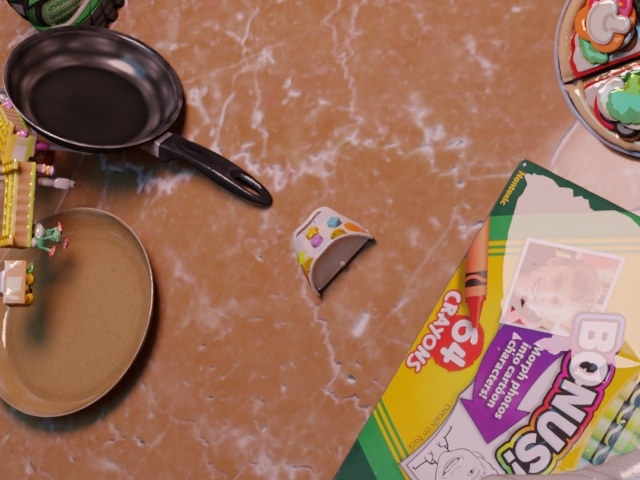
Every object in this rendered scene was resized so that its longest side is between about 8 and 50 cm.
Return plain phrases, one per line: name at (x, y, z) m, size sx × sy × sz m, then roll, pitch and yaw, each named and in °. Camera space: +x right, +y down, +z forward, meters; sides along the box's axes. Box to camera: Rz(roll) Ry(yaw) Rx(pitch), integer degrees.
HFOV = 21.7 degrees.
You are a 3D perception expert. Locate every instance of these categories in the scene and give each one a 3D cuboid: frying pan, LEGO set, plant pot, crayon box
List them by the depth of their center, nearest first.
crayon box at (0.225, 0.157, 1.464) m, size 0.313 × 0.106 × 0.363 m, roll 30°, pitch 89°, yaw 34°
plant pot at (-0.274, 0.080, 1.830) m, size 0.236 × 0.032 × 0.236 m, roll -10°, pitch 69°, yaw 27°
frying pan at (-0.190, -0.142, 1.835) m, size 0.326 × 0.053 × 0.197 m, roll 20°, pitch 45°, yaw 0°
LEGO set at (-0.306, -0.061, 1.847) m, size 0.132 × 0.107 × 0.287 m, roll -58°, pitch 36°, yaw 42°

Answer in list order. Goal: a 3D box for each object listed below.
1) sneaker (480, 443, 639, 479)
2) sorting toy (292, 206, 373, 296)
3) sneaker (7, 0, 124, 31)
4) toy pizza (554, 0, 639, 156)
sneaker at (0.254, 0.200, 1.328) m, size 0.262 × 0.099 × 0.121 m, roll 7°, pitch 70°, yaw 19°
sorting toy at (0.000, 0.000, 1.699) m, size 0.083 × 0.045 × 0.075 m, roll -47°, pitch 37°, yaw 8°
sneaker at (-0.257, -0.401, 1.922) m, size 0.134 × 0.146 × 0.343 m, roll 18°, pitch 82°, yaw 34°
toy pizza at (0.309, -0.175, 1.535) m, size 0.201 × 0.032 × 0.201 m, roll 3°, pitch 97°, yaw 26°
